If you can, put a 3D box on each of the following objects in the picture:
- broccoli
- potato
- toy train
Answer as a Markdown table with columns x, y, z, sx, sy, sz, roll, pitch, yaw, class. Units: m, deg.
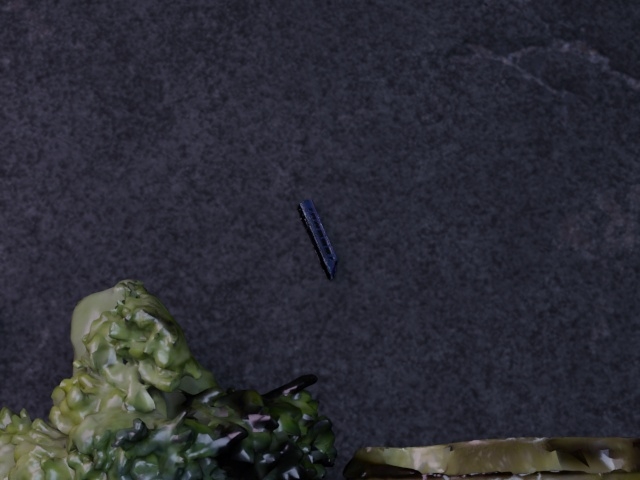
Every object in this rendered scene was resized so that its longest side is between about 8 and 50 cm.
| x | y | z | sx | sy | sz | roll | pitch | yaw | class |
| --- | --- | --- | --- | --- | --- | --- | --- | --- | --- |
| -0.153 | 0.176 | 1.316 | 0.293 | 0.348 | 0.281 | 20 | 53 | -46 | broccoli |
| 0.162 | 0.286 | 1.330 | 0.285 | 0.242 | 0.242 | 0 | 72 | -14 | potato |
| 0.000 | 0.000 | 1.496 | 0.017 | 0.017 | 0.083 | -19 | 75 | -19 | toy train |
